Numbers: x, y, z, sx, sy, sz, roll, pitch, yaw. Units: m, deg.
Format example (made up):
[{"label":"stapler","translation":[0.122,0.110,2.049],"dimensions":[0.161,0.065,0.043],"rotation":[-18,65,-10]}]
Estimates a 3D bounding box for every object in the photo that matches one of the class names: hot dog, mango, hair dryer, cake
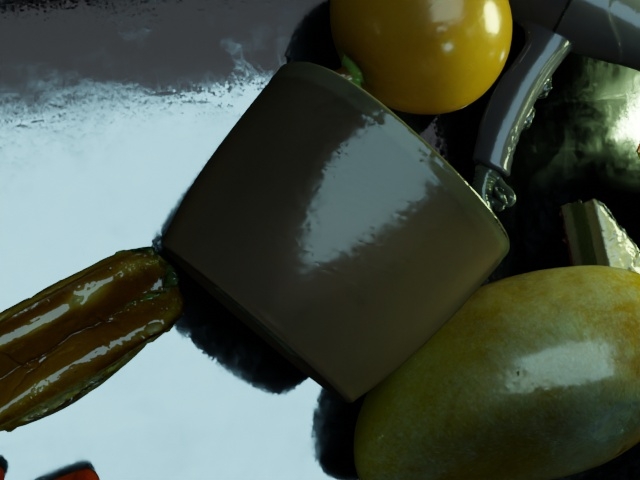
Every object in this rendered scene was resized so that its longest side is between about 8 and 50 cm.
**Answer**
[{"label":"hot dog","translation":[-0.254,0.102,0.880],"dimensions":[0.269,0.072,0.115],"rotation":[-28,90,-20]},{"label":"mango","translation":[0.208,0.153,0.945],"dimensions":[0.384,0.199,0.221],"rotation":[-25,116,-4]},{"label":"hair dryer","translation":[0.285,-0.158,1.064],"dimensions":[0.301,0.121,0.361],"rotation":[30,89,7]},{"label":"cake","translation":[0.373,0.052,1.069],"dimensions":[0.117,0.086,0.220],"rotation":[-10,85,-17]}]

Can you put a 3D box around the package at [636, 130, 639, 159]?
[{"label":"package","translation":[0.478,-0.058,1.081],"dimensions":[0.223,0.108,0.288],"rotation":[-26,118,-14]}]

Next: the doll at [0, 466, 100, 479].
[{"label":"doll","translation":[-0.344,0.326,0.803],"dimensions":[0.336,0.105,0.199],"rotation":[-20,88,-19]}]

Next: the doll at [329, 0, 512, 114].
[{"label":"doll","translation":[0.083,-0.222,0.969],"dimensions":[0.236,0.213,0.213],"rotation":[-38,94,-10]}]

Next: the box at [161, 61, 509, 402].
[{"label":"box","translation":[0.000,0.000,0.873],"dimensions":[0.301,0.301,0.216],"rotation":[44,80,-7]}]
